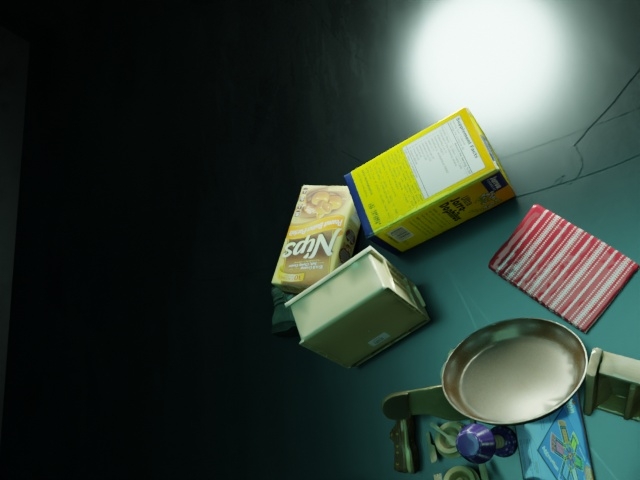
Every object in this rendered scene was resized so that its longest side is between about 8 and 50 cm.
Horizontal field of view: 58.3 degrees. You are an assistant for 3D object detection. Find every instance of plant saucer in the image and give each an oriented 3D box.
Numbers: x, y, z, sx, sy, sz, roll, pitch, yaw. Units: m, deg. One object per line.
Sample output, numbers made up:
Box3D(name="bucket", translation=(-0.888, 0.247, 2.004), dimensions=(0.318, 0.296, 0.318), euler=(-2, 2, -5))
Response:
Box3D(name="plant saucer", translation=(0.421, 0.289, 1.252), dimensions=(0.311, 0.050, 0.310), euler=(-23, 24, 11))

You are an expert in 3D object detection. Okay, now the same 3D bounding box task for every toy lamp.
Box3D(name="toy lamp", translation=(0.347, 0.423, 1.204), dimensions=(0.080, 0.275, 0.080), euler=(-9, 71, 27))

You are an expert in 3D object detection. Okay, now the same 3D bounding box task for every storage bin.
Box3D(name="storage bin", translation=(0.103, 0.181, 1.433), dimensions=(0.262, 0.260, 0.123), euler=(-36, 48, 16))

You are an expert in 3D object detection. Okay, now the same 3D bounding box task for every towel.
Box3D(name="towel", translation=(0.556, 0.059, 1.342), dimensions=(0.275, 0.031, 0.198), euler=(39, 94, 31))

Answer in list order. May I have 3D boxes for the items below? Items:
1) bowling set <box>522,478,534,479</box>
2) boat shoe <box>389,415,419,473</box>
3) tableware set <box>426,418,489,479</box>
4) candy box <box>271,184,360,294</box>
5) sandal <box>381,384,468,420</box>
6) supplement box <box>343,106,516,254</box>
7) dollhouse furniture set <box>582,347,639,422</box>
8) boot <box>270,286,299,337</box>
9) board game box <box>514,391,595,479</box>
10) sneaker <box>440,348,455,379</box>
Box3D(name="bowling set", translation=(0.377, 0.655, 1.220), dimensions=(0.287, 0.154, 0.199), euler=(-24, 108, 19))
Box3D(name="boat shoe", translation=(0.197, 0.475, 1.402), dimensions=(0.060, 0.064, 0.177), euler=(-12, 72, 25))
Box3D(name="tableware set", translation=(0.305, 0.497, 1.302), dimensions=(0.128, 0.039, 0.194), euler=(-27, 38, 21))
Box3D(name="candy box", translation=(0.000, 0.000, 1.616), dimensions=(0.183, 0.087, 0.316), euler=(3, 65, 31))
Box3D(name="sandal", translation=(0.262, 0.381, 1.382), dimensions=(0.240, 0.079, 0.088), euler=(-3, 94, -2))
Box3D(name="supplement box", translation=(0.276, -0.139, 1.466), dimensions=(0.357, 0.195, 0.194), euler=(-28, 63, 21))
Box3D(name="dollhouse furniture set", translation=(0.580, 0.429, 1.034), dimensions=(0.257, 0.362, 0.394), euler=(12, 54, 31))
Box3D(name="boot", translation=(-0.040, 0.176, 1.626), dimensions=(0.247, 0.083, 0.161), euler=(-13, 63, 25))
Box3D(name="board game box", translation=(0.504, 0.411, 1.265), dimensions=(0.145, 0.027, 0.281), euler=(-13, 69, 28))
Box3D(name="sneaker", translation=(0.321, 0.307, 1.400), dimensions=(0.037, 0.032, 0.083), euler=(20, 86, 33))
